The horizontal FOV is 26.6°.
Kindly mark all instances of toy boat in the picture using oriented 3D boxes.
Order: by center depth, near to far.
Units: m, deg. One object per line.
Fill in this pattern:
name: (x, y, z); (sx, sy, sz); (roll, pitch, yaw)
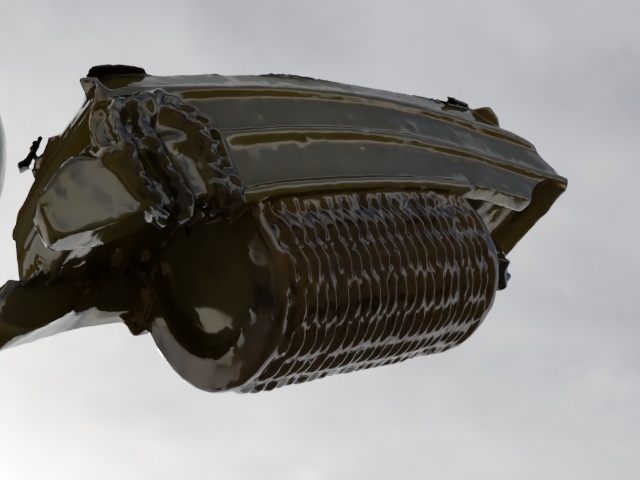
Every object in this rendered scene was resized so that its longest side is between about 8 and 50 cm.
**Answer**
toy boat: (0.000, 0.000, 0.546); (0.310, 0.115, 0.089); (0, -40, -48)

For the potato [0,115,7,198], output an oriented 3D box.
potato: (-0.246, -0.086, 0.633); (0.165, 0.165, 0.262); (-34, -101, 3)
